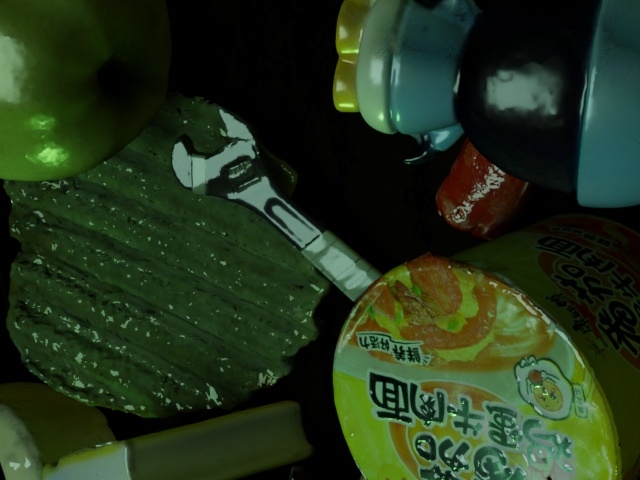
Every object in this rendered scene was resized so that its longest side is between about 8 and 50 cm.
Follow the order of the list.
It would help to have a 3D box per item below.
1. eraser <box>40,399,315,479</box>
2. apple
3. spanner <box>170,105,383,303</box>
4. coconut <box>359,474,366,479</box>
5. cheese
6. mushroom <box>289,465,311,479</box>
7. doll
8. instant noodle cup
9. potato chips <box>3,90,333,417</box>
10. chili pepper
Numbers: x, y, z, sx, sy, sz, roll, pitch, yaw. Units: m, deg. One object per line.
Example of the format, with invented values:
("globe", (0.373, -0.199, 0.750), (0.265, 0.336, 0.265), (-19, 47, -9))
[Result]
("eraser", (-0.142, 0.215, 1.597), (0.158, 0.226, 0.069), (-19, 82, 47))
("apple", (-0.273, -0.192, 1.513), (0.279, 0.279, 0.279), (18, 120, 35))
("spanner", (0.000, 0.000, 1.471), (0.316, 0.024, 0.087), (40, 113, 2))
("coconut", (0.108, 0.251, 1.428), (0.194, 0.194, 0.194), (18, 120, 35))
("cheese", (-0.369, 0.304, 1.831), (0.332, 0.153, 0.292), (-9, 82, 42))
("mushroom", (-0.080, 0.326, 1.562), (0.292, 0.217, 0.212), (-27, 69, 27))
("doll", (0.166, -0.119, 1.217), (0.314, 0.141, 0.177), (12, 116, 15))
("instant noodle cup", (0.170, 0.107, 1.291), (0.264, 0.200, 0.264), (18, 120, 35))
("potato chips", (-0.170, 0.013, 1.634), (0.429, 0.070, 0.358), (19, 114, 31))
("chili pepper", (0.140, -0.059, 1.339), (0.073, 0.070, 0.123), (17, 122, -10))
